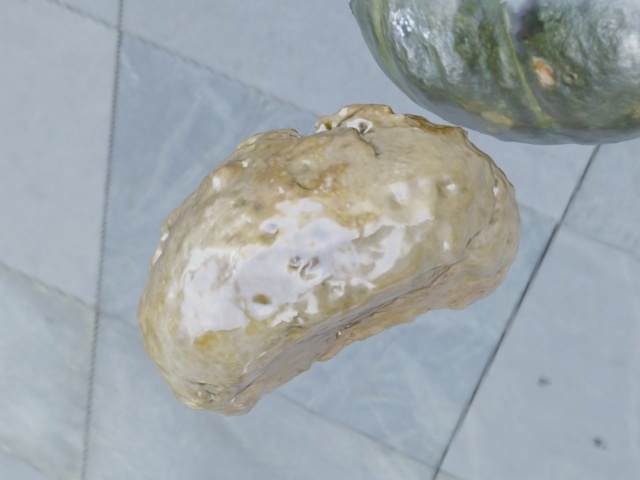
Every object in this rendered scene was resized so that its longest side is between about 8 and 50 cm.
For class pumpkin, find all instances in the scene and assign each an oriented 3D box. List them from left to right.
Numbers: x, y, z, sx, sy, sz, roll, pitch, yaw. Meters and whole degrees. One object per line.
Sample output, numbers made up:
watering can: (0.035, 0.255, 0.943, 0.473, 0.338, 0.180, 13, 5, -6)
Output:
pumpkin: (0.112, -0.142, 0.538, 0.224, 0.223, 0.157, 1, 145, 31)

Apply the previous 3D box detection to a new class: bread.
bread: (0.000, 0.000, 0.363, 0.082, 0.113, 0.060, 86, 160, -67)
